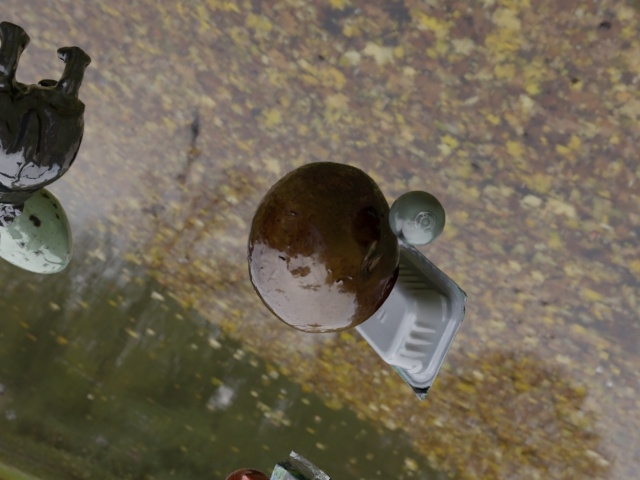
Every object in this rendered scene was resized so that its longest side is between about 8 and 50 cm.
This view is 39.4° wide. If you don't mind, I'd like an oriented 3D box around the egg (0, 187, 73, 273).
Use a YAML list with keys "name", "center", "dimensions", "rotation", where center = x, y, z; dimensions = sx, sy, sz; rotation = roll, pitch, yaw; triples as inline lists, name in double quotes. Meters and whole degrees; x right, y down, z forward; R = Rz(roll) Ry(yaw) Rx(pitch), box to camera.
- name: "egg"
  center: [-0.466, -0.018, 1.433]
  dimensions: [0.131, 0.131, 0.164]
  rotation: [4, 136, 45]

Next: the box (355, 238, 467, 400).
- name: "box"
  center: [0.158, 0.153, 1.978]
  dimensions: [0.106, 0.264, 0.336]
  rotation: [9, -158, -32]

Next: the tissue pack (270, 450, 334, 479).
- name: "tissue pack"
  center: [-0.033, 0.502, 1.888]
  dimensions: [0.111, 0.079, 0.085]
  rotation: [32, -157, 33]

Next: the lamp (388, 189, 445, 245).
- name: "lamp"
  center: [0.178, -0.041, 1.646]
  dimensions: [0.105, 0.105, 0.105]
  rotation: [26, 155, 13]

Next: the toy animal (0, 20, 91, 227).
- name: "toy animal"
  center: [-0.324, -0.093, 0.930]
  dimensions: [0.106, 0.168, 0.343]
  rotation: [16, 155, -24]

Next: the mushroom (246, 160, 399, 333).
- name: "mushroom"
  center: [-0.001, -0.013, 1.784]
  dimensions: [0.356, 0.334, 0.331]
  rotation: [-123, 18, -46]

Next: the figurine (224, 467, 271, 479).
- name: "figurine"
  center: [-0.085, 0.305, 0.946]
  dimensions: [0.068, 0.140, 0.075]
  rotation: [4, -169, -7]
